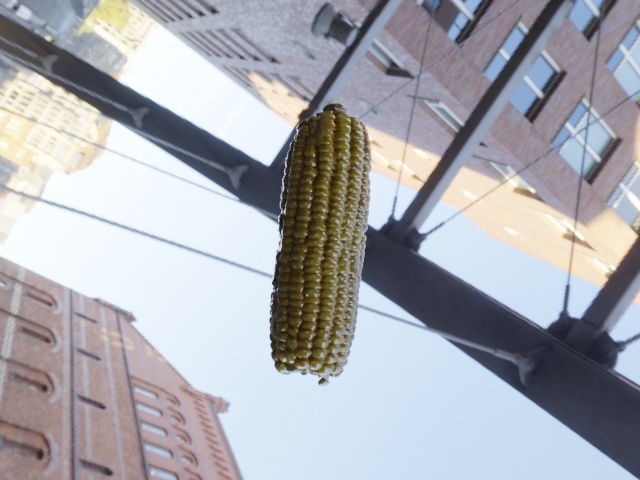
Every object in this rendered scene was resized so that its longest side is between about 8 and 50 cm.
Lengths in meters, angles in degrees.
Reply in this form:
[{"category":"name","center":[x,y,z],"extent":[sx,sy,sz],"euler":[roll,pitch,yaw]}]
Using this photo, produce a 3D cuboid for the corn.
[{"category":"corn","center":[0.000,0.000,0.422],"extent":[0.068,0.068,0.208],"euler":[-5,-103,55]}]
